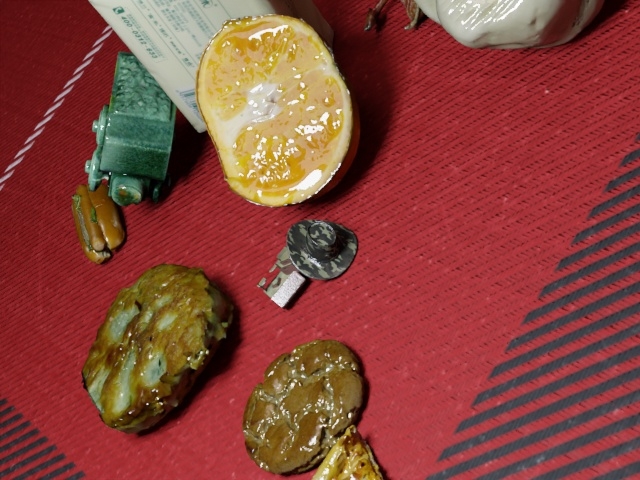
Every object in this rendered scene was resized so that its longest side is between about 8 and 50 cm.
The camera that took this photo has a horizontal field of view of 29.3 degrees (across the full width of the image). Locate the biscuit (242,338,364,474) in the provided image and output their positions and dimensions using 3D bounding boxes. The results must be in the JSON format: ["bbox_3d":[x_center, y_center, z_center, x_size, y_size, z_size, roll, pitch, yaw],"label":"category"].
[{"bbox_3d":[-0.030,0.236,1.761,0.226,0.042,0.226,-30,40,29],"label":"biscuit"}]

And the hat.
[{"bbox_3d":[0.000,0.000,1.900,0.121,0.050,0.121,-2,54,3],"label":"hat"}]

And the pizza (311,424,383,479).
[{"bbox_3d":[0.018,0.368,1.579,0.134,0.056,0.271,-5,56,56],"label":"pizza"}]

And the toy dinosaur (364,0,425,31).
[{"bbox_3d":[0.126,-0.486,2.170,0.207,0.113,0.327,-32,38,25],"label":"toy dinosaur"}]

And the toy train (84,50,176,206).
[{"bbox_3d":[-0.354,-0.213,2.337,0.238,0.167,0.299,109,164,-45],"label":"toy train"}]

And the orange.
[{"bbox_3d":[-0.063,-0.204,2.005,0.274,0.274,0.310,-39,38,17],"label":"orange"}]

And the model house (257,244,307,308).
[{"bbox_3d":[-0.052,0.059,1.929,0.083,0.057,0.058,-50,31,-1],"label":"model house"}]

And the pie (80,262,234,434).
[{"bbox_3d":[-0.273,0.170,2.033,0.288,0.103,0.355,-52,31,0],"label":"pie"}]

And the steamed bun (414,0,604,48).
[{"bbox_3d":[0.301,-0.448,1.842,0.352,0.247,0.339,37,106,38],"label":"steamed bun"}]

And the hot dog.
[{"bbox_3d":[-0.452,-0.044,2.446,0.100,0.068,0.249,-46,35,10],"label":"hot dog"}]

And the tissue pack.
[{"bbox_3d":[-0.186,-0.403,2.172,0.297,0.380,0.207,-14,48,22],"label":"tissue pack"}]
